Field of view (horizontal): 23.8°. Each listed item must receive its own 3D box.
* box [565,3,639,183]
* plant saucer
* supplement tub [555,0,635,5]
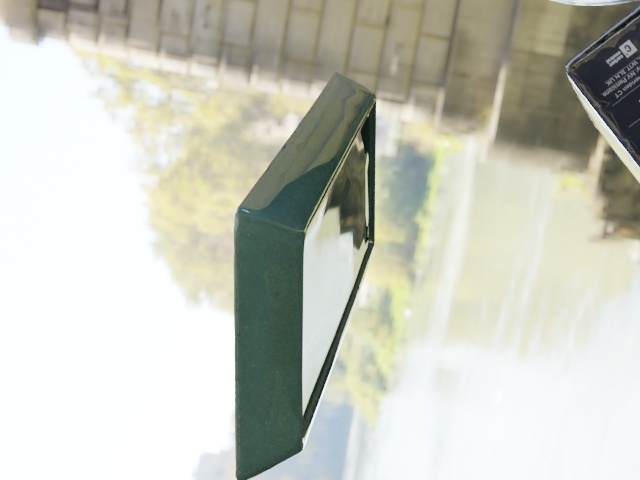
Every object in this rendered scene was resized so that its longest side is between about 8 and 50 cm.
[{"bbox_3d":[0.261,-0.044,0.935,0.207,0.108,0.153,56,-171,18],"label":"box"},{"bbox_3d":[0.000,0.000,0.432,0.192,0.018,0.067,-62,-27,-72],"label":"plant saucer"},{"bbox_3d":[0.068,-0.158,0.478,0.200,0.144,0.144,2,-81,-63],"label":"supplement tub"}]
